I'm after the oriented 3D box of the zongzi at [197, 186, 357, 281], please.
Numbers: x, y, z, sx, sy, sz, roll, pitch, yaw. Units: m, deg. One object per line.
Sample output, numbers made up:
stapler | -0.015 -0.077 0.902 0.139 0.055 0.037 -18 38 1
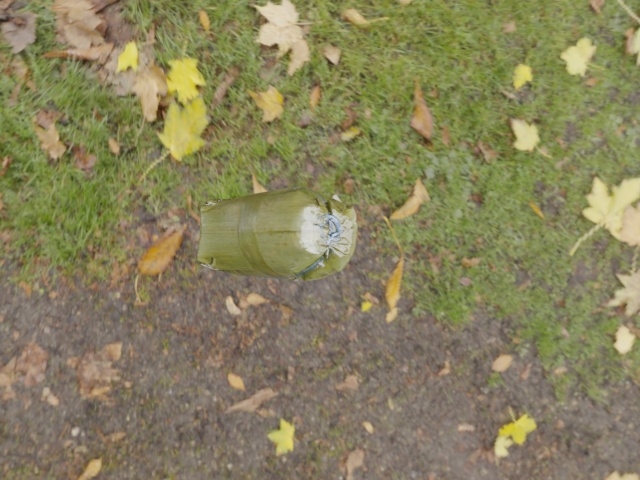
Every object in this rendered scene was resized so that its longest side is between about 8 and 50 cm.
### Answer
zongzi | 0.000 0.000 1.100 0.274 0.251 0.125 10 84 -44
